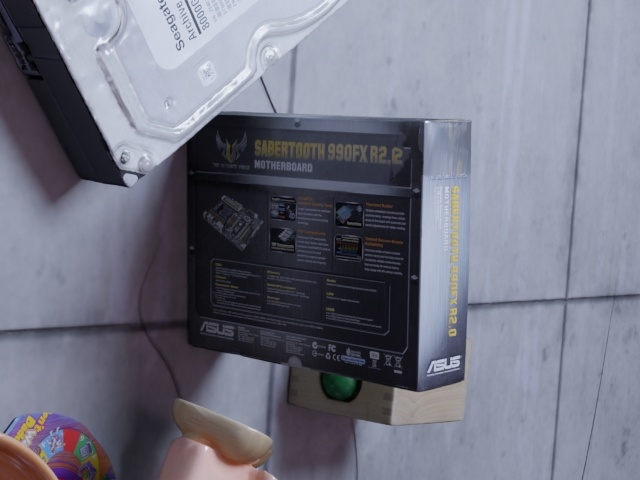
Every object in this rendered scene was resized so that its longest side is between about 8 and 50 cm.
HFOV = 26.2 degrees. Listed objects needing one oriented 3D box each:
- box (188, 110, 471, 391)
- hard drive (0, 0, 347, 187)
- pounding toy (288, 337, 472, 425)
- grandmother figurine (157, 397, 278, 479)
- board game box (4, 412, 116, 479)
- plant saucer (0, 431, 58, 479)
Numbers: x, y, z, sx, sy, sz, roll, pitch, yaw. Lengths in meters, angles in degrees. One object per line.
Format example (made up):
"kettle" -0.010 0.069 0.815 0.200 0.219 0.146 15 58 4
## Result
"box" 0.000 0.000 0.990 0.056 0.231 0.183 -6 99 -48
"hard drive" -0.084 -0.228 0.964 0.339 0.064 0.237 -44 127 -31
"pounding toy" 0.051 0.097 1.147 0.141 0.130 0.100 6 90 -52
"grandmother figurine" -0.131 0.280 0.919 0.208 0.104 0.342 70 42 -72
"board game box" -0.191 0.202 0.936 0.169 0.033 0.133 -57 135 -30
"plant saucer" -0.244 0.208 0.843 0.200 0.037 0.200 -7 101 -39
